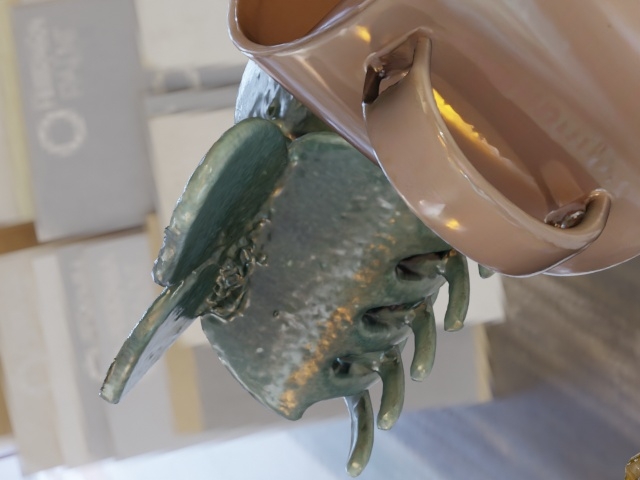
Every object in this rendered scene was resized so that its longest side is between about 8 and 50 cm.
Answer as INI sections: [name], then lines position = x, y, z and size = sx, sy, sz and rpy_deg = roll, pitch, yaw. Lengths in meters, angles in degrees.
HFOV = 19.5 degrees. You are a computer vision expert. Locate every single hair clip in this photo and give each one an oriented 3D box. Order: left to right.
[hair clip]
position = 0.000, 0.000, 1.492
size = 0.392, 0.238, 0.318
rpy_deg = -72, 9, -55

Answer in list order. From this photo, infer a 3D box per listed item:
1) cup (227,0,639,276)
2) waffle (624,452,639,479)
[cup]
position = 0.089, -0.080, 0.857
size = 0.191, 0.200, 0.253
rpy_deg = -33, 30, 31
[waffle]
position = 0.260, 0.251, 1.118
size = 0.065, 0.283, 0.309
rpy_deg = 91, -164, -66
